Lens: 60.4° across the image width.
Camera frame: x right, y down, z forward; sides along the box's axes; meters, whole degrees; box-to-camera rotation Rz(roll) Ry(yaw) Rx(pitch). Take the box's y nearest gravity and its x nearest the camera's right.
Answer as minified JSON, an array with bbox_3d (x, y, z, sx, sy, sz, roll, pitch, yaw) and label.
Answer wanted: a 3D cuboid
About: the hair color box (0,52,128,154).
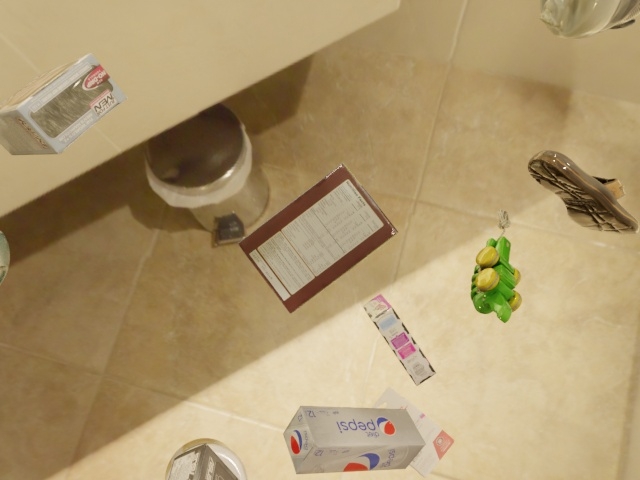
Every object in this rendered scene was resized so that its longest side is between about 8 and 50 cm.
[{"bbox_3d":[-0.591,-0.283,1.191,0.375,0.113,0.185,10,53,48],"label":"hair color box"}]

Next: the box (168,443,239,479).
[{"bbox_3d":[-0.127,0.395,0.662,0.056,0.231,0.183,-27,113,11],"label":"box"}]

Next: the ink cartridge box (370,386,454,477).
[{"bbox_3d":[0.212,0.465,1.351,0.198,0.067,0.115,39,83,16],"label":"ink cartridge box"}]

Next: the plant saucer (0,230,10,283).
[{"bbox_3d":[-0.560,0.118,0.790,0.044,0.317,0.317,40,80,-12],"label":"plant saucer"}]

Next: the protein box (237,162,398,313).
[{"bbox_3d":[0.000,0.000,0.905,0.201,0.200,0.136,-37,86,1],"label":"protein box"}]

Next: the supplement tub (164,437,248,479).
[{"bbox_3d":[-0.218,0.451,1.036,0.144,0.199,0.144,4,74,-14],"label":"supplement tub"}]

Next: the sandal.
[{"bbox_3d":[0.358,-0.068,0.734,0.219,0.090,0.060,31,83,-27],"label":"sandal"}]

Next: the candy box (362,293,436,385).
[{"bbox_3d":[0.221,0.278,1.567,0.071,0.159,0.233,-35,100,0],"label":"candy box"}]

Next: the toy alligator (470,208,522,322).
[{"bbox_3d":[0.215,0.034,0.694,0.056,0.051,0.189,40,41,-20],"label":"toy alligator"}]

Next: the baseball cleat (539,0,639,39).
[{"bbox_3d":[0.186,-0.218,0.302,0.110,0.205,0.072,-16,52,-16],"label":"baseball cleat"}]

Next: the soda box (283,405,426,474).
[{"bbox_3d":[0.073,0.412,1.139,0.091,0.286,0.098,-60,36,25],"label":"soda box"}]
